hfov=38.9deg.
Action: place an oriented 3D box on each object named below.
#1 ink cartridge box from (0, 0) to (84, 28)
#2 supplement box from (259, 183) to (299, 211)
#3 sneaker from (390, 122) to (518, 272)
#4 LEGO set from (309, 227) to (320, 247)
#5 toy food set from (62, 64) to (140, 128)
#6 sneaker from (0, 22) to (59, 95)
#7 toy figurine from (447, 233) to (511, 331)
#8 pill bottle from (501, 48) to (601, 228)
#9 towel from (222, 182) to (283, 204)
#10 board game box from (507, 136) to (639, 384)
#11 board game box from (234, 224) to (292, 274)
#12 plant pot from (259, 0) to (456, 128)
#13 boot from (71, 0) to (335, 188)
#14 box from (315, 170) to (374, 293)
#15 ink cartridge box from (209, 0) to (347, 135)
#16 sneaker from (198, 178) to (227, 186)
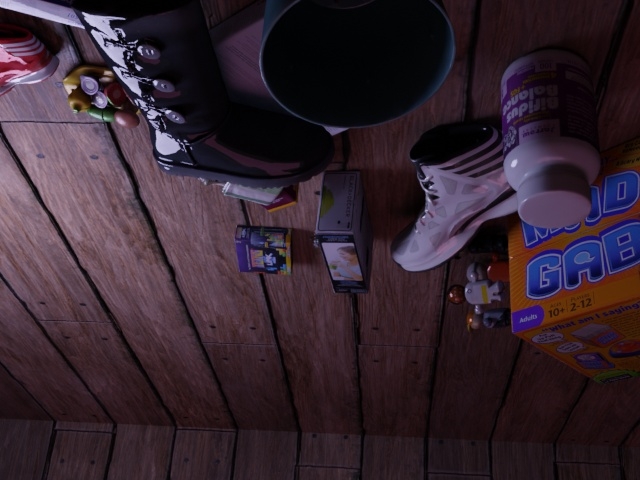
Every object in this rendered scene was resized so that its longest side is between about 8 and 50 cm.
[{"bbox_3d":[-0.479,-0.429,1.527,0.207,0.097,0.046,13,149,-13],"label":"ink cartridge box"},{"bbox_3d":[-0.129,-0.156,1.942,0.081,0.104,0.188,-17,143,30],"label":"supplement box"},{"bbox_3d":[0.250,-0.112,1.953,0.257,0.169,0.447,31,134,-24],"label":"sneaker"},{"bbox_3d":[-0.003,-0.001,2.271,0.054,0.023,0.083,-4,149,14],"label":"LEGO set"},{"bbox_3d":[-0.410,-0.274,1.800,0.218,0.071,0.128,7,147,2],"label":"toy food set"},{"bbox_3d":[-0.621,-0.347,1.723,0.221,0.087,0.128,-18,136,13],"label":"sneaker"},{"bbox_3d":[0.396,0.102,2.214,0.148,0.209,0.213,-6,148,28],"label":"toy figurine"},{"bbox_3d":[0.413,-0.180,1.632,0.169,0.301,0.169,3,150,2],"label":"pill bottle"},{"bbox_3d":[-0.125,-0.132,1.867,0.113,0.023,0.152,13,142,-22],"label":"towel"},{"bbox_3d":[0.654,0.056,1.951,0.356,0.356,0.356,29,142,-36],"label":"board game box"},{"bbox_3d":[-0.142,0.026,2.313,0.141,0.048,0.170,2,150,1],"label":"board game box"},{"bbox_3d":[0.047,-0.360,1.417,0.293,0.235,0.293,-4,143,-3],"label":"plant pot"},{"bbox_3d":[-0.184,-0.282,1.593,0.367,0.146,0.445,-1,144,10],"label":"boot"},{"bbox_3d":[0.060,-0.015,2.101,0.087,0.169,0.290,1,151,10],"label":"box"},{"bbox_3d":[-0.070,-0.304,1.717,0.330,0.071,0.324,-18,142,38],"label":"ink cartridge box"},{"bbox_3d":[-0.249,-0.162,1.965,0.192,0.086,0.064,17,148,-20],"label":"sneaker"}]
